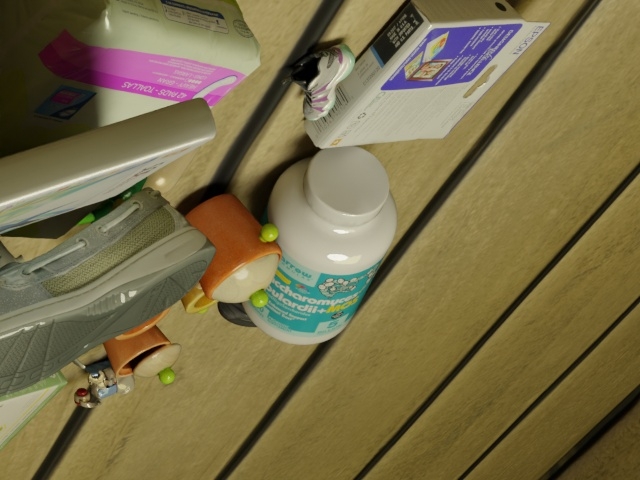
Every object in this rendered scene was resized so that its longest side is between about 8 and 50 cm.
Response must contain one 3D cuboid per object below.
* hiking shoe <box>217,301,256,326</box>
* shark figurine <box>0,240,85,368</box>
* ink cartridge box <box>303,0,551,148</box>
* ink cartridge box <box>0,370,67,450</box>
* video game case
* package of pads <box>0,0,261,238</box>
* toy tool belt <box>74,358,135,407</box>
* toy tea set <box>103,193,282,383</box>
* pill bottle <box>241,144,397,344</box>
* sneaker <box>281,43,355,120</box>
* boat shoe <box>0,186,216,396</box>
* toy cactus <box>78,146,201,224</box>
[{"bbox_3d":[-0.050,0.085,2.256,0.227,0.086,0.114,-10,148,-47],"label":"hiking shoe"},{"bbox_3d":[-0.315,0.070,1.707,0.116,0.166,0.278,-42,166,-21],"label":"shark figurine"},{"bbox_3d":[0.114,-0.179,1.932,0.208,0.045,0.206,-7,149,-46],"label":"ink cartridge box"},{"bbox_3d":[-0.420,0.207,2.042,0.171,0.056,0.235,-43,164,31],"label":"ink cartridge box"},{"bbox_3d":[-0.269,-0.019,1.345,0.329,0.036,0.300,-19,180,-21],"label":"video game case"},{"bbox_3d":[-0.218,-0.119,1.527,0.296,0.101,0.229,-38,158,25],"label":"package of pads"},{"bbox_3d":[-0.265,0.164,2.206,0.083,0.052,0.051,-22,127,-31],"label":"toy tool belt"},{"bbox_3d":[-0.149,0.077,2.017,0.200,0.124,0.336,-28,164,-18],"label":"toy tea set"},{"bbox_3d":[0.000,0.000,2.044,0.146,0.146,0.264,-21,157,-25],"label":"pill bottle"},{"bbox_3d":[-0.013,-0.157,1.822,0.069,0.038,0.098,-12,143,-38],"label":"sneaker"},{"bbox_3d":[-0.232,0.043,1.569,0.320,0.103,0.118,-27,159,-39],"label":"boat shoe"},{"bbox_3d":[-0.196,-0.044,1.771,0.180,0.112,0.219,-46,160,-14],"label":"toy cactus"}]
